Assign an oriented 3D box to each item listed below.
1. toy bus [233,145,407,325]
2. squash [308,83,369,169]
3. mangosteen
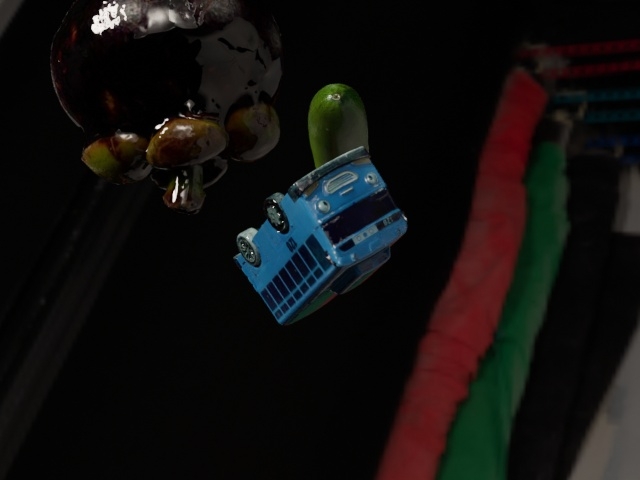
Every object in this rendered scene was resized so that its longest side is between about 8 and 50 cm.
[{"bbox_3d":[0.000,0.000,1.068,0.090,0.185,0.106,-29,-99,-27],"label":"toy bus"},{"bbox_3d":[0.027,-0.134,1.658,0.292,0.082,0.082,80,-156,-64],"label":"squash"},{"bbox_3d":[-0.175,-0.177,1.368,0.287,0.233,0.288,-6,-77,-30],"label":"mangosteen"}]
